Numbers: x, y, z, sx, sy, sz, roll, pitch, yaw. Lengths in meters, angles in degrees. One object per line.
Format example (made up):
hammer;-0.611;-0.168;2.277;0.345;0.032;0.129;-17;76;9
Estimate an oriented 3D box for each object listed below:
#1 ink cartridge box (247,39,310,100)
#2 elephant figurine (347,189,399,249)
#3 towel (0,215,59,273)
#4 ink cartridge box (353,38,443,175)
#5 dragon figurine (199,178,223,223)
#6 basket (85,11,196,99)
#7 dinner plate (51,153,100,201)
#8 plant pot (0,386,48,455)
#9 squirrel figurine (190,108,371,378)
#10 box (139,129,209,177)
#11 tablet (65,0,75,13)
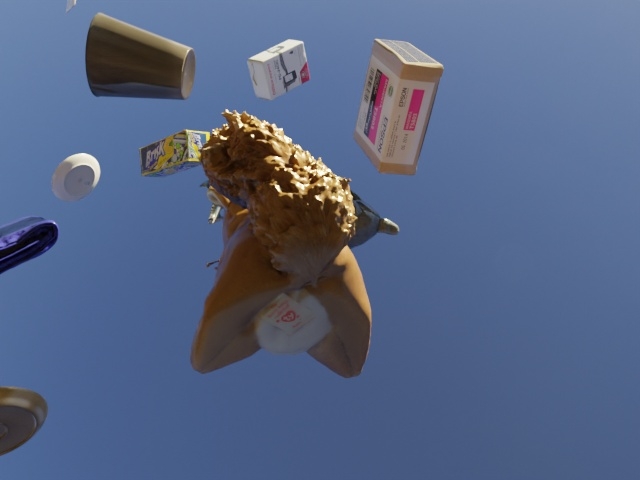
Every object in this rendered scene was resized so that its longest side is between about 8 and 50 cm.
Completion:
ink cartridge box;-0.109;-0.452;1.468;0.063;0.109;0.150;25;-130;38
elephant figurine;0.000;0.000;1.169;0.239;0.169;0.186;-55;-132;13
towel;-0.706;0.022;1.225;0.228;0.076;0.308;-29;-160;-28
ink cartridge box;0.155;-0.283;1.170;0.088;0.234;0.193;1;-149;-16
dragon figurine;-0.244;-0.127;1.401;0.085;0.289;0.143;-13;-79;26
basket;-0.436;-0.435;1.367;0.227;0.204;0.154;11;-150;-1
dinner plate;-0.643;-0.163;1.467;0.017;0.141;0.141;33;-98;22
plant pot;-0.697;0.394;1.155;0.236;0.236;0.032;-37;-128;2
squirrel figurine;-0.076;-0.018;0.936;0.281;0.396;0.370;0;-147;-14
box;-0.280;-0.163;1.059;0.169;0.054;0.059;-7;-93;43
tablet;-0.552;-0.539;1.227;0.083;0.006;0.054;11;-89;54
